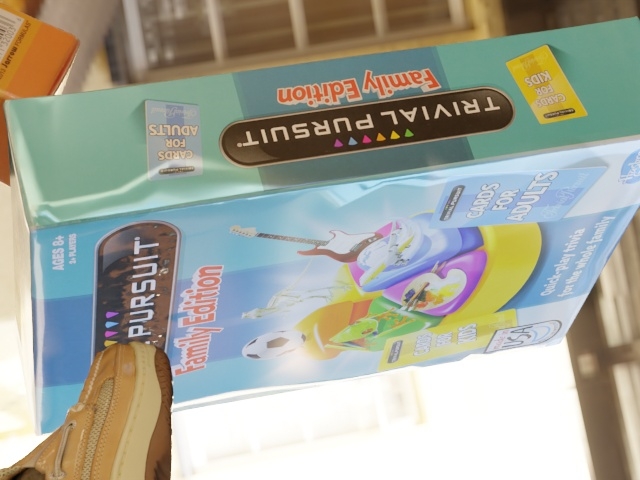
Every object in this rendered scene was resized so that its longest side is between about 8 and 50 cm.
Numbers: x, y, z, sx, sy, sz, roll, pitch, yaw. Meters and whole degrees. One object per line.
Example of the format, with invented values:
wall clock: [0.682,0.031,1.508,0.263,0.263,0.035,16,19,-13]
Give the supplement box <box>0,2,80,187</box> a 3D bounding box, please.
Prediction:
supplement box: [-0.267,-0.122,1.037,0.078,0.233,0.080,120,-7,-46]

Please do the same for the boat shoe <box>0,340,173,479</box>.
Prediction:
boat shoe: [-0.092,0.093,0.659,0.190,0.072,0.068,-102,-165,-67]

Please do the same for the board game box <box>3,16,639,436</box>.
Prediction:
board game box: [0.000,0.000,0.979,0.254,0.336,0.079,104,-27,-60]
